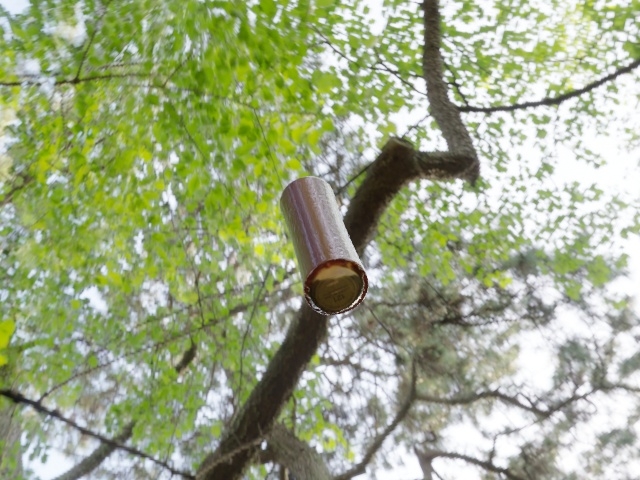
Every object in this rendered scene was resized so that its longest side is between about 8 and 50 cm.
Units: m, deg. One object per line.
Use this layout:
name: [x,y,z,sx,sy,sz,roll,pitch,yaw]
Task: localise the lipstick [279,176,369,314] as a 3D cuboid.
lipstick: [0.000,0.000,1.028,0.080,0.241,0.080,-5,-61,-9]
